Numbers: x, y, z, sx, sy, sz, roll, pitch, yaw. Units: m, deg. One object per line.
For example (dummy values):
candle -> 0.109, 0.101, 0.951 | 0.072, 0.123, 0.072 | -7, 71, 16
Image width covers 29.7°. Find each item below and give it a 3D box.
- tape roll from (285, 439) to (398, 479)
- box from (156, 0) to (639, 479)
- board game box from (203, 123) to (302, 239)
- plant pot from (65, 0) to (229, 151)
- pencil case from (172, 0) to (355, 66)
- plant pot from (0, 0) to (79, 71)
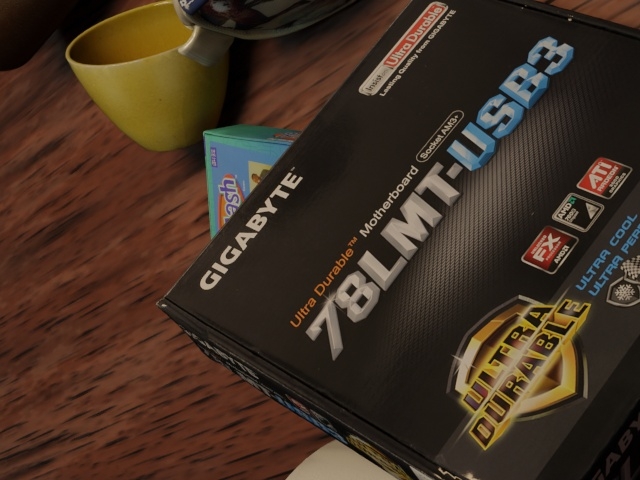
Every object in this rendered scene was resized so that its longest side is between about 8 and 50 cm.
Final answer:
tape roll -> 0.087, 0.244, 0.737 | 0.169, 0.246, 0.246 | -4, 92, 45
box -> 0.098, -0.004, 0.697 | 0.293, 0.073, 0.295 | 28, 71, 38
board game box -> 0.000, 0.000, 0.915 | 0.210, 0.047, 0.160 | 12, 111, 42
plant pot -> -0.130, -0.130, 0.995 | 0.134, 0.134, 0.095 | 14, 131, 42
pencil case -> -0.104, -0.345, 0.903 | 0.183, 0.160, 0.410 | -29, 74, 15
plant pot -> -0.255, -0.299, 1.047 | 0.230, 0.215, 0.215 | -32, 73, 27
